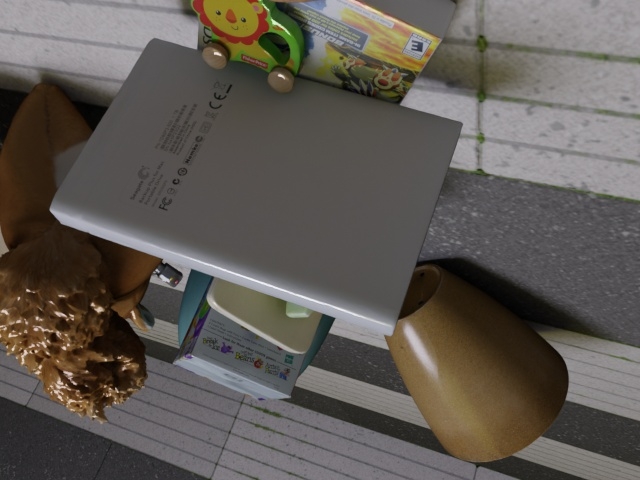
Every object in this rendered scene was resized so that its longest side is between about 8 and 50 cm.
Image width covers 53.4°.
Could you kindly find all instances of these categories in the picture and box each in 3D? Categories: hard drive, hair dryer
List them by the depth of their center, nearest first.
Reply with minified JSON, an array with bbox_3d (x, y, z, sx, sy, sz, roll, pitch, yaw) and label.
[{"bbox_3d":[-0.052,-0.060,0.566,0.308,0.202,0.040,18,157,9],"label":"hard drive"},{"bbox_3d":[-0.452,0.037,1.340,0.294,0.080,0.224,28,169,-32],"label":"hair dryer"}]

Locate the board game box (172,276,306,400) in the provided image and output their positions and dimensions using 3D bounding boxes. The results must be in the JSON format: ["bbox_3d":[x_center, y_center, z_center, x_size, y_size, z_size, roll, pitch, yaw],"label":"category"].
[{"bbox_3d":[-0.078,0.069,0.905,0.144,0.275,0.142,27,157,-13],"label":"board game box"}]

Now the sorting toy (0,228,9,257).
[{"bbox_3d":[-0.532,-0.034,0.967,0.229,0.041,0.307,42,145,25],"label":"sorting toy"}]

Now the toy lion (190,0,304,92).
[{"bbox_3d":[-0.060,-0.180,0.533,0.100,0.034,0.096,21,150,1],"label":"toy lion"}]

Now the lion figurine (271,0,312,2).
[{"bbox_3d":[-0.084,-0.233,0.398,0.393,0.142,0.240,26,151,-4],"label":"lion figurine"}]

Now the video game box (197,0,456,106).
[{"bbox_3d":[-0.010,-0.183,0.578,0.205,0.048,0.187,23,160,-4],"label":"video game box"}]

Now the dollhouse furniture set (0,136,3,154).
[{"bbox_3d":[-0.544,-0.155,1.055,0.184,0.128,0.129,-31,127,33],"label":"dollhouse furniture set"}]

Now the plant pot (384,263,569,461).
[{"bbox_3d":[0.209,0.162,0.975,0.254,0.237,0.237,50,148,-21],"label":"plant pot"}]

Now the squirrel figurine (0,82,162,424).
[{"bbox_3d":[-0.344,0.051,0.941,0.281,0.396,0.370,18,146,-10],"label":"squirrel figurine"}]

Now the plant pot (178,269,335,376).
[{"bbox_3d":[-0.121,0.135,1.148,0.293,0.235,0.293,19,157,8],"label":"plant pot"}]

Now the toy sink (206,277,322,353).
[{"bbox_3d":[0.000,0.000,0.736,0.153,0.234,0.131,36,154,-29],"label":"toy sink"}]
